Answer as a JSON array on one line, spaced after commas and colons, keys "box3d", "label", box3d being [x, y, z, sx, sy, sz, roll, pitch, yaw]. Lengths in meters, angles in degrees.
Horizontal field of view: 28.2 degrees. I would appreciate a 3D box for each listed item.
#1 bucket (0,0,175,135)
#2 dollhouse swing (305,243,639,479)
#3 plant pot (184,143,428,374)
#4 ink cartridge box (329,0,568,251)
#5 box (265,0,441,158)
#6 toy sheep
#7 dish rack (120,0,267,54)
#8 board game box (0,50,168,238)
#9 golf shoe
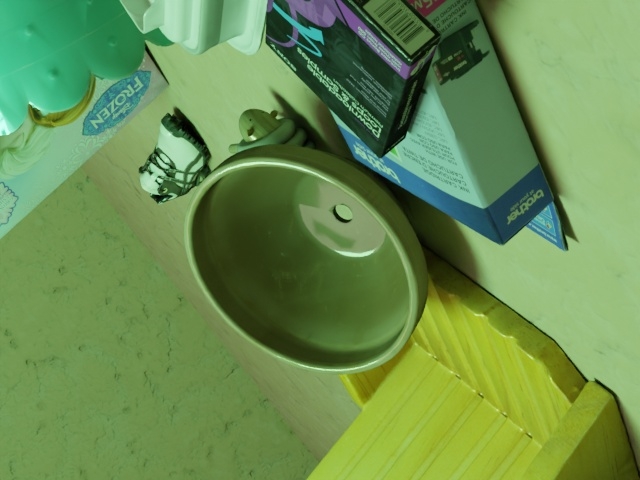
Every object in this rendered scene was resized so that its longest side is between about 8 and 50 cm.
[{"box3d": [-0.266, -0.231, 1.154, 0.281, 0.281, 0.183, 26, 146, 62], "label": "bucket"}, {"box3d": [0.081, 0.228, 1.262, 0.347, 0.305, 0.315, 40, 165, 41], "label": "dollhouse swing"}, {"box3d": [0.000, 0.000, 1.187, 0.237, 0.110, 0.237, 15, 130, 19], "label": "plant pot"}, {"box3d": [0.053, -0.115, 0.873, 0.186, 0.065, 0.311, 36, 164, 48], "label": "ink cartridge box"}, {"box3d": [0.014, -0.123, 0.777, 0.116, 0.029, 0.162, 46, 168, 10], "label": "box"}, {"box3d": [-0.041, -0.074, 1.275, 0.132, 0.091, 0.091, 57, 166, -20], "label": "toy sheep"}, {"box3d": [-0.147, -0.288, 0.834, 0.333, 0.072, 0.285, 56, 163, 14], "label": "dish rack"}, {"box3d": [-0.372, -0.188, 1.500, 0.066, 0.318, 0.318, 40, 169, 36], "label": "board game box"}, {"box3d": [-0.206, -0.103, 1.761, 0.077, 0.094, 0.198, 46, 167, 16], "label": "golf shoe"}]
